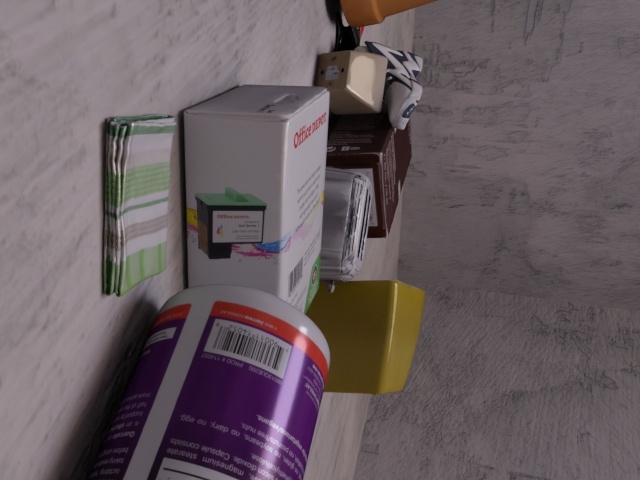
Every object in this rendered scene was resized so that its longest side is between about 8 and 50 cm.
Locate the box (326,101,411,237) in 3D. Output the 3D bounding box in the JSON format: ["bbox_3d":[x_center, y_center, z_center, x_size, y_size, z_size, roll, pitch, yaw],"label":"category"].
[{"bbox_3d":[0.102,-0.178,1.466,0.381,0.143,0.191,-69,156,-55],"label":"box"}]

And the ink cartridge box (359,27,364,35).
[{"bbox_3d":[0.141,-0.663,1.680,0.239,0.060,0.275,82,18,-49],"label":"ink cartridge box"}]

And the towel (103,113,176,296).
[{"bbox_3d":[-0.157,-0.035,0.620,0.113,0.023,0.152,-42,138,-73],"label":"towel"}]

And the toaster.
[{"bbox_3d":[0.000,-0.033,1.107,0.129,0.146,0.227,46,51,-77],"label":"toaster"}]

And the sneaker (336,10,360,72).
[{"bbox_3d":[0.058,-0.390,1.449,0.089,0.051,0.170,-50,141,-70],"label":"sneaker"}]

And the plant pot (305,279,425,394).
[{"bbox_3d":[0.060,0.175,1.233,0.212,0.212,0.187,23,66,-66],"label":"plant pot"}]

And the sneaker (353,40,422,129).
[{"bbox_3d":[0.117,-0.316,1.365,0.094,0.153,0.235,117,-10,-49],"label":"sneaker"}]

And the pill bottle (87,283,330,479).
[{"bbox_3d":[-0.107,0.210,0.615,0.181,0.182,0.323,83,18,-51],"label":"pill bottle"}]

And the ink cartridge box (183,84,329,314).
[{"bbox_3d":[-0.070,-0.033,0.820,0.201,0.117,0.278,-58,154,-66],"label":"ink cartridge box"}]

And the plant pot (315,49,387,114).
[{"bbox_3d":[0.049,-0.303,1.297,0.096,0.109,0.109,13,84,-52],"label":"plant pot"}]

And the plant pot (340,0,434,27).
[{"bbox_3d":[0.150,-0.561,1.317,0.291,0.204,0.290,1,90,-76],"label":"plant pot"}]
